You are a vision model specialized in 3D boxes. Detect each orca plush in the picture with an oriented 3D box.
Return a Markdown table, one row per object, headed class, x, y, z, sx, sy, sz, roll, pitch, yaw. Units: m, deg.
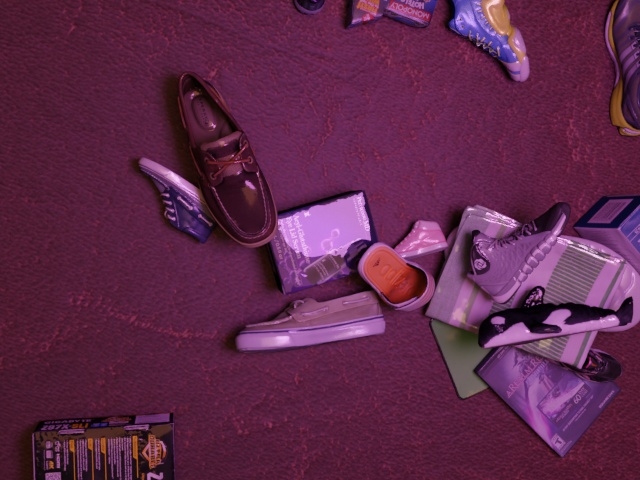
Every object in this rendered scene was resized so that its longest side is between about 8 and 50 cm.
| class | x | y | z | sx | sy | sz | roll | pitch | yaw |
| --- | --- | --- | --- | --- | --- | --- | --- | --- | --- |
| orca plush | 0.430 | 0.128 | 1.443 | 0.287 | 0.151 | 0.102 | -13 | 76 | 13 |

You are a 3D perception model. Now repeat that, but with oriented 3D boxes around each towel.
| class | x | y | z | sx | sy | sz | roll | pitch | yaw |
| --- | --- | --- | --- | --- | --- | --- | --- | --- | --- |
| towel | 0.399 | 0.092 | 1.516 | 0.324 | 0.038 | 0.248 | 20 | 104 | 5 |

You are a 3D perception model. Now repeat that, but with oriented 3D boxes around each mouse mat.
| class | x | y | z | sx | sy | sz | roll | pitch | yaw |
| --- | --- | --- | --- | --- | --- | --- | --- | --- | --- |
| mouse mat | 0.323 | 0.220 | 1.608 | 0.152 | 0.007 | 0.190 | -23 | 97 | -8 |

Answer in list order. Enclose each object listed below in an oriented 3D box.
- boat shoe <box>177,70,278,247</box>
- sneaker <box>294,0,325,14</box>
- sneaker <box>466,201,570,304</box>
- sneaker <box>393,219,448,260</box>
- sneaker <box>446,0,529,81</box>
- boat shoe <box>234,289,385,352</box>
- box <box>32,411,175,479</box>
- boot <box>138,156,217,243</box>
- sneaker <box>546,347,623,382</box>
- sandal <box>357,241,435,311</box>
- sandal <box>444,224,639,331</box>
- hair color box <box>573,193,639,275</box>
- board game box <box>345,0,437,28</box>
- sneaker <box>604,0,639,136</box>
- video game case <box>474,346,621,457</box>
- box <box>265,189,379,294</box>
| class | x | y | z | sx | sy | sz | roll | pitch | yaw |
| --- | --- | --- | --- | --- | --- | --- | --- | --- | --- |
| boat shoe | -0.177 | -0.150 | 1.389 | 0.123 | 0.123 | 0.342 | -21 | 76 | -2 |
| sneaker | -0.007 | -0.547 | 1.460 | 0.083 | 0.098 | 0.224 | -2 | 94 | -10 |
| sneaker | 0.354 | 0.000 | 1.446 | 0.132 | 0.086 | 0.229 | 35 | 106 | 5 |
| sneaker | 0.182 | 0.000 | 1.552 | 0.134 | 0.051 | 0.070 | -16 | 80 | 0 |
| sneaker | 0.326 | -0.415 | 1.545 | 0.126 | 0.091 | 0.240 | -21 | 97 | 10 |
| boat shoe | -0.022 | 0.159 | 1.507 | 0.302 | 0.109 | 0.094 | -6 | 79 | -18 |
| box | -0.401 | 0.498 | 1.461 | 0.257 | 0.079 | 0.322 | -2 | 93 | -12 |
| boot | -0.274 | -0.074 | 1.453 | 0.190 | 0.069 | 0.086 | 33 | 84 | -12 |
| sneaker | 0.545 | 0.253 | 1.586 | 0.178 | 0.077 | 0.072 | 15 | 89 | -12 |
| sandal | 0.156 | 0.087 | 1.465 | 0.102 | 0.076 | 0.265 | -52 | 144 | 4 |
| sandal | 0.458 | 0.052 | 1.573 | 0.416 | 0.102 | 0.169 | 21 | 103 | 3 |
| hair color box | 0.697 | 0.065 | 1.580 | 0.105 | 0.174 | 0.347 | -43 | 100 | -6 |
| board game box | 0.130 | -0.490 | 1.507 | 0.194 | 0.060 | 0.194 | 19 | 91 | -11 |
| sneaker | 0.660 | -0.366 | 1.576 | 0.111 | 0.121 | 0.300 | -8 | 94 | -10 |
| video game case | 0.479 | 0.294 | 1.626 | 0.274 | 0.026 | 0.196 | 45 | 83 | -11 |
| box | 0.000 | 0.000 | 1.487 | 0.207 | 0.108 | 0.153 | -18 | 95 | -8 |
